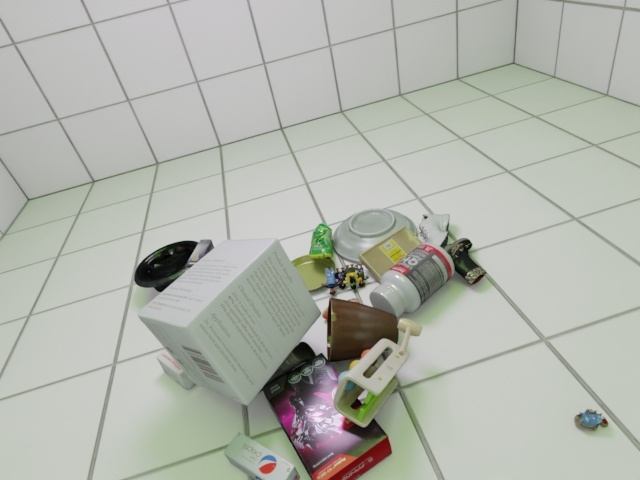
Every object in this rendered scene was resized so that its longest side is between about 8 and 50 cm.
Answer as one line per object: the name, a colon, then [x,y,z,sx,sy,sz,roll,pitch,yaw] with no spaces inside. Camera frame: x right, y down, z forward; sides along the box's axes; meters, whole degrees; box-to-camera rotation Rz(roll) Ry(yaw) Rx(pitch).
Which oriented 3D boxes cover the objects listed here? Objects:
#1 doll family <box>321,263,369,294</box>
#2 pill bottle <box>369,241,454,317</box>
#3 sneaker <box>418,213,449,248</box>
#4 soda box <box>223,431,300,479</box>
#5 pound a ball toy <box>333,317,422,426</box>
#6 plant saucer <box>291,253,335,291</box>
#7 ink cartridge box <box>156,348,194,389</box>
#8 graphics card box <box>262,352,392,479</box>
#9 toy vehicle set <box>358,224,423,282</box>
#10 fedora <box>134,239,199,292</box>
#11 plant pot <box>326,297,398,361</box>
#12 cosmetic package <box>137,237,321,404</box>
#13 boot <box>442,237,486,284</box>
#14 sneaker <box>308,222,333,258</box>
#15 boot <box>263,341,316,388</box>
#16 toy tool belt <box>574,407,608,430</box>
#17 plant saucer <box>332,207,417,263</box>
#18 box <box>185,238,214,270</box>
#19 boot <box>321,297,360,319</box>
doll family: [0.100,0.160,1.747,0.192,0.076,0.112,-12,75,14]
pill bottle: [0.337,0.156,1.591,0.318,0.176,0.176,-35,40,-27]
sneaker: [0.485,-0.023,1.836,0.129,0.111,0.297,9,32,12]
soda box: [-0.168,0.634,1.206,0.216,0.069,0.074,13,44,33]
pound a ball toy: [0.169,0.361,1.264,0.135,0.208,0.319,25,23,23]
plant saucer: [-0.049,0.147,1.854,0.240,0.037,0.241,-8,36,6]
ink cartridge box: [-0.468,0.416,1.582,0.160,0.093,0.219,17,45,36]
graphics card box: [0.008,0.530,1.268,0.232,0.094,0.371,-27,37,-17]
toy vehicle set: [0.312,0.061,1.789,0.266,0.035,0.166,-30,65,-22]
fedora: [-0.673,0.145,1.968,0.333,0.153,0.334,-12,36,9]
plant pot: [0.143,0.307,1.455,0.230,0.216,0.215,3,36,-2]
cosmetic package: [-0.278,0.236,1.369,0.327,0.330,0.394,-2,34,46]
boot: [0.584,0.084,1.694,0.236,0.085,0.178,-14,50,-45]
sneaker: [0.000,0.000,1.911,0.109,0.124,0.295,-1,20,-3]
boot: [-0.131,0.433,1.434,0.208,0.189,0.076,-45,65,12]
toy tool belt: [0.723,0.475,1.134,0.083,0.051,0.052,-4,37,13]
plant saucer: [0.243,-0.053,1.976,0.400,0.101,0.401,-9,35,7]
box: [-0.495,0.139,1.850,0.056,0.231,0.183,-2,38,10]
boot: [0.086,0.277,1.617,0.157,0.059,0.085,-18,41,-7]
